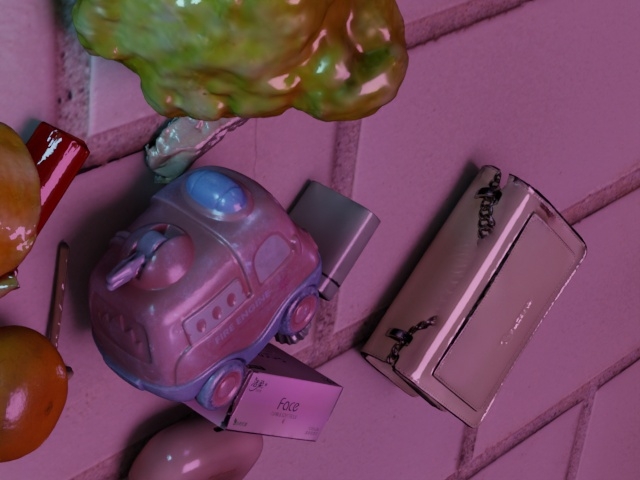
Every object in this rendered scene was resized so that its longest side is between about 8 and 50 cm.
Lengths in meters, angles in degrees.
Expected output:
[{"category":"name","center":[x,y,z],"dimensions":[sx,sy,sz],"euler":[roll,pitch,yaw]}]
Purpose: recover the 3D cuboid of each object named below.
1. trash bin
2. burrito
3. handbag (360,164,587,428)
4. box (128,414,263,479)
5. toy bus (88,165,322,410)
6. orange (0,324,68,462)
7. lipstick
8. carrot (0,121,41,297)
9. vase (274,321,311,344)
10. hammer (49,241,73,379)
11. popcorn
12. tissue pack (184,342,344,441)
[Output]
[{"category":"trash bin","center":[0.000,0.000,2.174],"dimensions":[0.130,0.116,0.059],"euler":[-56,149,-8]},{"category":"burrito","center":[-0.121,-0.156,1.942],"dimensions":[0.229,0.063,0.058],"euler":[-43,-175,-13]},{"category":"handbag","center":[0.234,0.085,2.541],"dimensions":[0.358,0.160,0.237],"euler":[-57,143,-7]},{"category":"box","center":[-0.167,0.298,2.184],"dimensions":[0.200,0.088,0.146],"euler":[-9,142,-48]},{"category":"toy bus","center":[-0.144,0.036,1.910],"dimensions":[0.294,0.197,0.232],"euler":[-43,148,-23]},{"category":"orange","center":[-0.356,0.170,1.805],"dimensions":[0.156,0.124,0.156],"euler":[18,90,-73]},{"category":"lipstick","center":[-0.346,0.000,1.730],"dimensions":[0.279,0.073,0.073],"euler":[-58,148,-5]},{"category":"carrot","center":[-0.410,-0.047,1.509],"dimensions":[0.254,0.196,0.196],"euler":[18,100,-51]},{"category":"vase","center":[-0.062,0.093,2.206],"dimensions":[0.081,0.081,0.148],"euler":[-55,153,-9]},{"category":"hammer","center":[-0.303,0.088,1.906],"dimensions":[0.060,0.028,0.195],"euler":[-24,132,-52]},{"category":"popcorn","center":[-0.092,-0.256,1.669],"dimensions":[0.293,0.292,0.334],"euler":[-47,136,-1]},{"category":"tissue pack","center":[-0.098,0.190,2.165],"dimensions":[0.246,0.148,0.092],"euler":[18,99,-60]}]
